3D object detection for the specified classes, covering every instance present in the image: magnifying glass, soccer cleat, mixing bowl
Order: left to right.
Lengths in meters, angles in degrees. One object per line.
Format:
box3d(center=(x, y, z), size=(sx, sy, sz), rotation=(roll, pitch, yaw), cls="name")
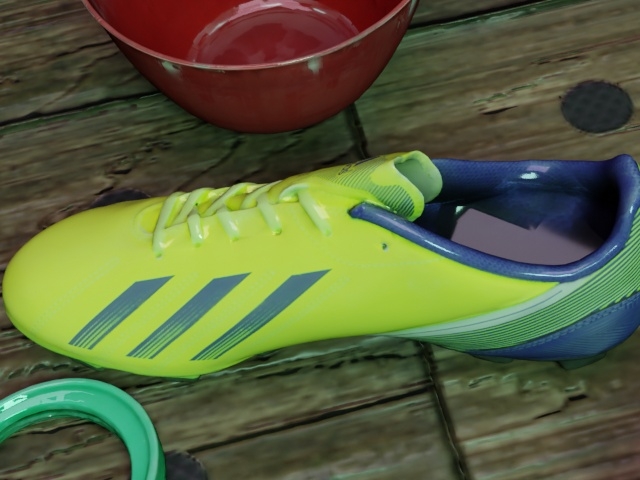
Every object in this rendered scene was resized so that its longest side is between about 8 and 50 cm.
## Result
box3d(center=(-0.162, 0.142, 0.521), size=(0.231, 0.026, 0.092), rotation=(-40, 60, -21), cls="magnifying glass")
box3d(center=(-0.027, -0.122, 0.655), size=(0.181, 0.098, 0.181), rotation=(-3, 54, 5), cls="mixing bowl")
box3d(center=(0.001, -0.001, 0.549), size=(0.289, 0.121, 0.093), rotation=(-1, 54, 6), cls="soccer cleat")
